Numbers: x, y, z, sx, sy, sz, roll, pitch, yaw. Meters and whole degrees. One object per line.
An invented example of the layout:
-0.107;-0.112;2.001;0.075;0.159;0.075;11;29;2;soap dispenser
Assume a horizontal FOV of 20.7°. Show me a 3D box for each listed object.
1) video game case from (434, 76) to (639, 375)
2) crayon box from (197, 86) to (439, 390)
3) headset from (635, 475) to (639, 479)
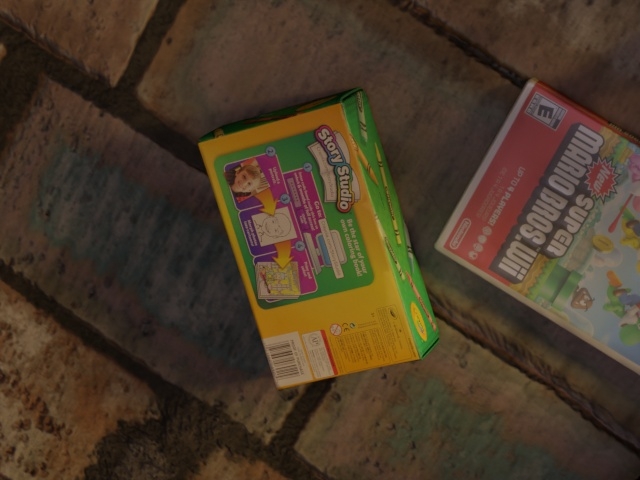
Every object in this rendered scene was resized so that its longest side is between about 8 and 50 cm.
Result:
0.279;-0.003;1.725;0.285;0.025;0.204;32;112;9;video game case
0.000;0.000;1.793;0.165;0.081;0.278;-14;99;22;crayon box
0.353;0.336;1.752;0.394;0.185;0.243;-26;98;8;headset
